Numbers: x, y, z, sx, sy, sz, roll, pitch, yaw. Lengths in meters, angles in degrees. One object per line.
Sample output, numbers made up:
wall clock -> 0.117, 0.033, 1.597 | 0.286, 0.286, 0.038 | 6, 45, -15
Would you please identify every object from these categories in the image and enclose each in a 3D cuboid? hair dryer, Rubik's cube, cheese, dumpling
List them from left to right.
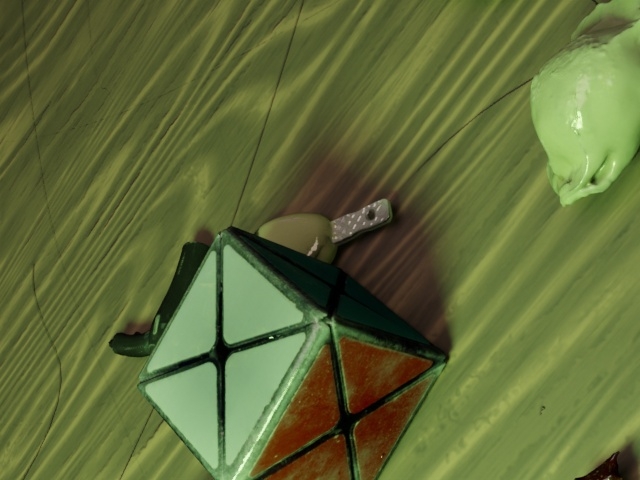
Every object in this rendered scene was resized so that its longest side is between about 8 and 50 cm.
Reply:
hair dryer -> -0.280, 0.129, 1.677 | 0.271, 0.091, 0.236 | -16, 56, 41
Rubik's cube -> -0.040, 0.164, 1.330 | 0.260, 0.259, 0.255 | 36, 98, 41
cheese -> 0.000, 0.000, 1.489 | 0.251, 0.054, 0.127 | -23, 61, 33
dumpling -> 0.316, -0.165, 1.222 | 0.193, 0.147, 0.258 | -165, 89, -74

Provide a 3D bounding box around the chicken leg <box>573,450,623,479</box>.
chicken leg -> 0.291, 0.349, 1.107 | 0.105, 0.063, 0.234 | -14, 66, 32
